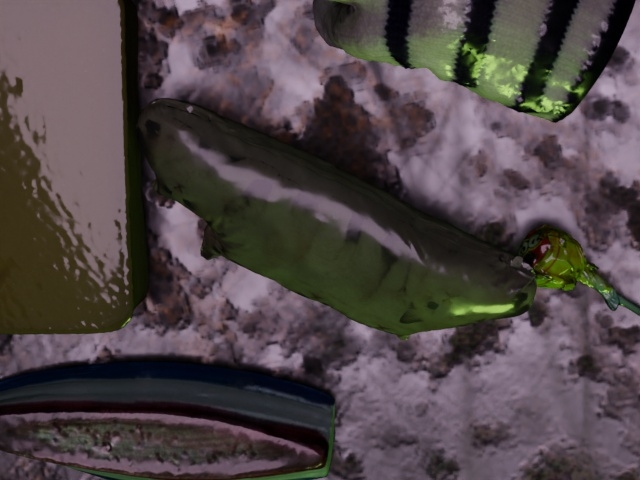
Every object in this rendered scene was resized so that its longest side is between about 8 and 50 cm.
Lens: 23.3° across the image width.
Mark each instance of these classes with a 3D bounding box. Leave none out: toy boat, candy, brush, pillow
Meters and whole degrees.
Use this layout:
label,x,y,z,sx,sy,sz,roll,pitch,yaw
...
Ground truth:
label,x,y,z,sx,sy,sz,roll,pitch,yaw
toy boat,-0.106,0.111,0.912,0.228,0.046,0.080,5,104,1
candy,0.165,0.032,0.886,0.123,0.035,0.035,31,81,-12
brush,-0.162,-0.047,0.876,0.123,0.059,0.197,0,100,7
pillow,0.001,0.001,0.873,0.241,0.051,0.093,24,131,-3

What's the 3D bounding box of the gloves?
label,x,y,z,sx,sy,sz,roll,pitch,yaw
gloves,0.047,-0.155,0.807,0.218,0.131,0.140,26,99,-11
